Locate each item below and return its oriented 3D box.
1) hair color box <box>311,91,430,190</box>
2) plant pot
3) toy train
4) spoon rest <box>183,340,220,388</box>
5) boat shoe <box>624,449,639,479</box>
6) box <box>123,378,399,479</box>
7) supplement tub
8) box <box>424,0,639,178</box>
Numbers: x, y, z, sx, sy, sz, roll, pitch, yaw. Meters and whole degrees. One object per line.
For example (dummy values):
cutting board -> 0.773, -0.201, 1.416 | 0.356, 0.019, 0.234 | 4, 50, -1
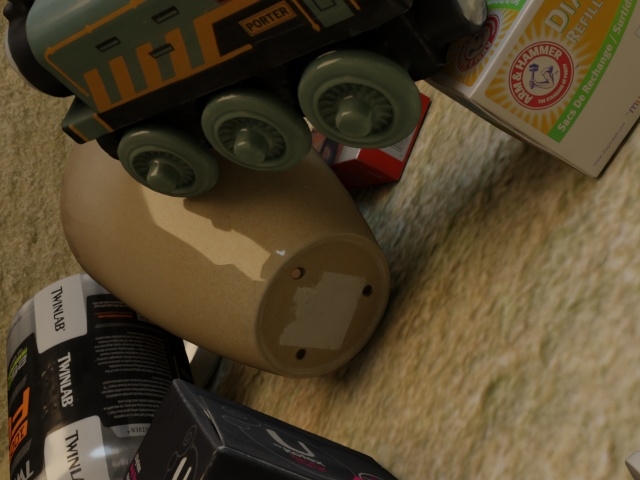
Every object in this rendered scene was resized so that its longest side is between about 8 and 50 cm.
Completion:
hair color box -> 0.038, -0.105, 0.801 | 0.167, 0.053, 0.093 | -6, 60, 68
plant pot -> -0.067, 0.002, 0.695 | 0.274, 0.256, 0.256 | 35, 98, 48
toy train -> -0.065, -0.142, 0.507 | 0.334, 0.190, 0.142 | -11, 49, 37
spoon rest -> -0.210, 0.199, 0.985 | 0.276, 0.084, 0.137 | -60, 20, 11
boat shoe -> 0.157, 0.104, 0.289 | 0.035, 0.035, 0.100 | -36, 16, -4
box -> -0.062, 0.246, 0.445 | 0.270, 0.165, 0.143 | -65, 20, -5
supplement tub -> -0.216, 0.197, 0.784 | 0.193, 0.193, 0.316 | -54, 38, 23
box -> 0.166, -0.159, 0.478 | 0.203, 0.103, 0.114 | -58, 20, 14
